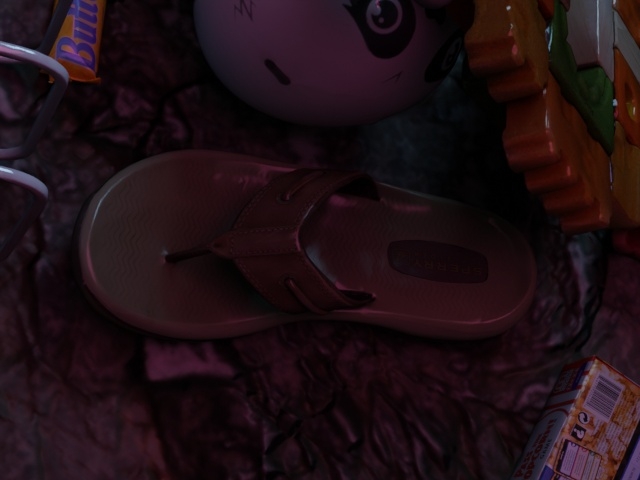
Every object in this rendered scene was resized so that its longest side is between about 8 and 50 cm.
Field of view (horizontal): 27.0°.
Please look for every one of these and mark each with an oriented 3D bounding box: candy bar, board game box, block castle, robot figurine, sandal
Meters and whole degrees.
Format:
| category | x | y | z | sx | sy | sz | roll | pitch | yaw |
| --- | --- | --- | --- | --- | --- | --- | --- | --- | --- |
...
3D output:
| category | x | y | z | sx | sy | sz | roll | pitch | yaw |
| --- | --- | --- | --- | --- | --- | --- | --- | --- | --- |
| candy bar | -0.148 | -0.170 | 0.844 | 0.040 | 0.018 | 0.161 | 10 | 72 | -16 |
| board game box | 0.214 | 0.188 | 0.855 | 0.193 | 0.045 | 0.147 | 34 | 67 | -7 |
| block castle | 0.234 | -0.131 | 0.722 | 0.453 | 0.303 | 0.213 | 39 | 50 | -49 |
| robot figurine | 0.009 | -0.208 | 0.822 | 0.209 | 0.173 | 0.278 | 2 | 74 | -5 |
| sandal | 0.001 | -0.001 | 0.811 | 0.303 | 0.086 | 0.120 | 2 | 75 | -18 |

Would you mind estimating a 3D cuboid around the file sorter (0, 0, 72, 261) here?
| category | x | y | z | sx | sy | sz | roll | pitch | yaw |
| --- | --- | --- | --- | --- | --- | --- | --- | --- | --- |
| file sorter | -0.222 | -0.141 | 0.719 | 0.173 | 0.193 | 0.278 | 12 | 72 | -19 |
